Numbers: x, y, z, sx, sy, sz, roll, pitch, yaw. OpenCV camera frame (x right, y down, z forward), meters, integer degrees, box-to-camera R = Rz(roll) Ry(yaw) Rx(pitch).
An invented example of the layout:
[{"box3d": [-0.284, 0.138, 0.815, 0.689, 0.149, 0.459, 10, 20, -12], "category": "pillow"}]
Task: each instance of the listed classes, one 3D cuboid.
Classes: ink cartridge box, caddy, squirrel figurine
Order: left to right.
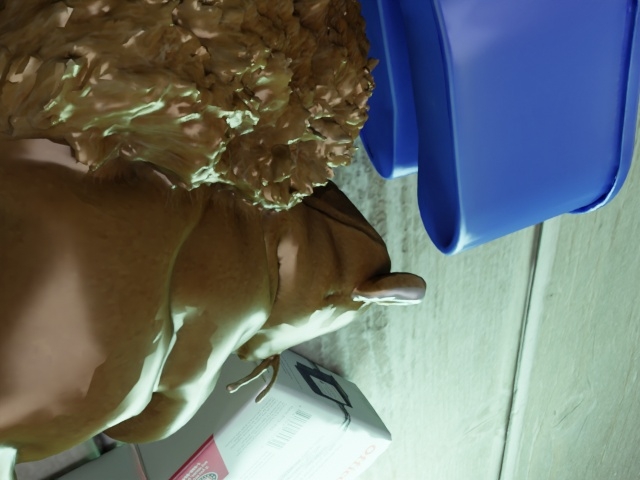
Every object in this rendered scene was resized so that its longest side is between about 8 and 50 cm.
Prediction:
[{"box3d": [-0.074, -0.025, 0.508, 0.371, 0.281, 0.397, 1, 126, -41], "category": "squirrel figurine"}, {"box3d": [-0.058, 0.218, 0.823, 0.172, 0.100, 0.237, -47, 134, 8], "category": "ink cartridge box"}, {"box3d": [0.125, -0.156, 0.545, 0.179, 0.241, 0.341, -22, 134, -7], "category": "caddy"}]

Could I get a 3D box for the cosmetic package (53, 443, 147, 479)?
[{"box3d": [-0.273, 0.492, 0.744, 0.394, 0.329, 0.327, -25, 135, -12], "category": "cosmetic package"}]
